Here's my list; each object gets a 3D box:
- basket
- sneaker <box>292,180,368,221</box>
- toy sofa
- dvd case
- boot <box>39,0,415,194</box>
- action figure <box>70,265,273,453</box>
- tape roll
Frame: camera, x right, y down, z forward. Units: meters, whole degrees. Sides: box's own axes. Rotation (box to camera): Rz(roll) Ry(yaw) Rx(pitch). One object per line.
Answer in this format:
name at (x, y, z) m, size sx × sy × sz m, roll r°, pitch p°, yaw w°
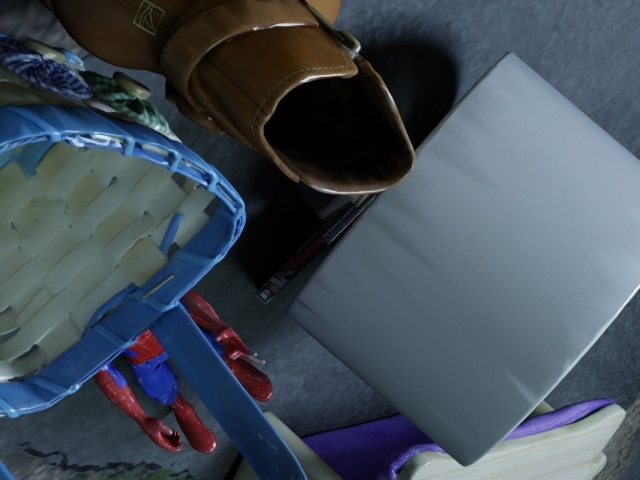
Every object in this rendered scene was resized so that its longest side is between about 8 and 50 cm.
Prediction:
basket at (-0.144, 0.024, 0.895) m, size 0.201 × 0.289 × 0.255 m, roll -40°, pitch 158°, yaw 17°
sneaker at (0.002, -0.066, 1.218) m, size 0.064 × 0.086 × 0.192 m, roll -45°, pitch -176°, yaw -7°
toy sofa at (0.097, 0.192, 1.613) m, size 0.362 × 0.150 × 0.177 m, roll -7°, pitch 129°, yaw -50°
dvd case at (0.000, 0.000, 1.324) m, size 0.119 × 0.013 × 0.087 m, roll -46°, pitch 180°, yaw 0°
boot at (-0.021, -0.106, 0.959) m, size 0.109 × 0.220 × 0.283 m, roll -57°, pitch 150°, yaw 9°
action figure at (-0.088, 0.095, 1.250) m, size 0.091 × 0.139 × 0.280 m, roll -44°, pitch 150°, yaw -3°
tape roll at (0.115, 0.012, 1.280) m, size 0.246 × 0.169 × 0.246 m, roll -49°, pitch 178°, yaw -2°
